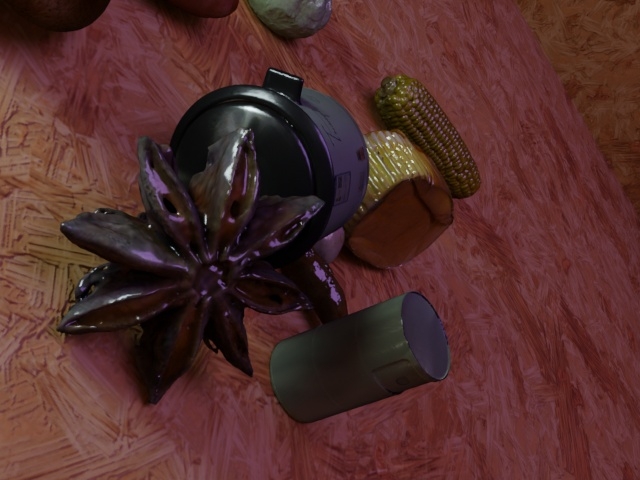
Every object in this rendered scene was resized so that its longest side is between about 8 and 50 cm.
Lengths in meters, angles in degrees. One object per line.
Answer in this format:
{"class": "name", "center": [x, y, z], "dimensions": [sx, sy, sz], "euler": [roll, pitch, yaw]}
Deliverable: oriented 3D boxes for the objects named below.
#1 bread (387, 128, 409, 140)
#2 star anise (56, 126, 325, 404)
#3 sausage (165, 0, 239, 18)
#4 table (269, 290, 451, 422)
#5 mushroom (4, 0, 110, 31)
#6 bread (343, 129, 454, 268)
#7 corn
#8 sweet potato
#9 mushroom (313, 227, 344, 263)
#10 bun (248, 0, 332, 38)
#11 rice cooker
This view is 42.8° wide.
{"class": "bread", "center": [0.151, -0.180, 1.655], "dimensions": [0.083, 0.081, 0.046], "euler": [38, 37, 15]}
{"class": "star anise", "center": [-0.143, 0.023, 0.925], "dimensions": [0.331, 0.117, 0.332], "euler": [-14, 117, -30]}
{"class": "sausage", "center": [-0.222, -0.411, 1.197], "dimensions": [0.259, 0.113, 0.114], "euler": [24, 50, -47]}
{"class": "table", "center": [0.053, 0.163, 1.125], "dimensions": [0.126, 0.220, 0.126], "euler": [38, 39, -39]}
{"class": "mushroom", "center": [-0.344, -0.383, 0.932], "dimensions": [0.297, 0.163, 0.278], "euler": [57, 31, -19]}
{"class": "bread", "center": [0.110, -0.078, 1.427], "dimensions": [0.288, 0.204, 0.156], "euler": [18, 34, -56]}
{"class": "corn", "center": [0.241, -0.225, 1.789], "dimensions": [0.363, 0.120, 0.120], "euler": [45, 37, -36]}
{"class": "sweet potato", "center": [-0.018, 0.045, 1.246], "dimensions": [0.067, 0.067, 0.274], "euler": [-28, 93, -60]}
{"class": "mushroom", "center": [0.000, 0.000, 1.306], "dimensions": [0.083, 0.067, 0.084], "euler": [-37, 135, -49]}
{"class": "bun", "center": [-0.054, -0.469, 1.491], "dimensions": [0.195, 0.118, 0.196], "euler": [31, 47, -41]}
{"class": "rice cooker", "center": [-0.070, -0.090, 1.094], "dimensions": [0.241, 0.281, 0.227], "euler": [24, 22, 16]}
